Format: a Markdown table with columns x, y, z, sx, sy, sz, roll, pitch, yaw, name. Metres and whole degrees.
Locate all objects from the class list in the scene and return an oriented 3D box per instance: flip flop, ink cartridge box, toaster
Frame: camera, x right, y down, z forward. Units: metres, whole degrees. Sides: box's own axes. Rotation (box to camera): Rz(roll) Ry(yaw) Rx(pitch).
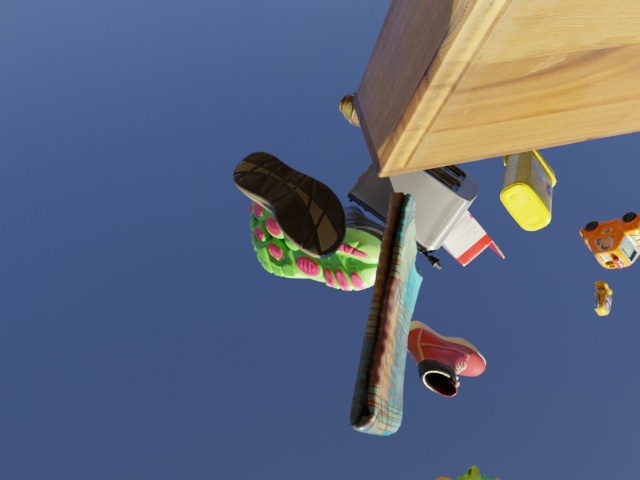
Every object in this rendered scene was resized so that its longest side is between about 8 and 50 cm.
| x | y | z | sx | sy | sz | roll | pitch | yaw | name |
| --- | --- | --- | --- | --- | --- | --- | --- | --- | --- |
| -0.052 | -0.062 | 1.075 | 0.112 | 0.080 | 0.277 | -43 | -126 | -13 | flip flop |
| 0.248 | -0.041 | 1.209 | 0.078 | 0.231 | 0.134 | -41 | -161 | 6 | ink cartridge box |
| 0.154 | -0.072 | 0.963 | 0.185 | 0.110 | 0.168 | 37 | -154 | 7 | toaster |

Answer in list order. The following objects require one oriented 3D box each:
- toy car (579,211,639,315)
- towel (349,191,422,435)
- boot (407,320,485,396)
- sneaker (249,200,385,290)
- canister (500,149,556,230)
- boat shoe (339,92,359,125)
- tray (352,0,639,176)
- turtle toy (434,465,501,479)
| x | y | z | sx | sy | sz | roll | pitch | yaw | name |
| --- | --- | --- | --- | --- | --- | --- | --- | --- | --- |
| 0.264 | 0.029 | 0.536 | 0.060 | 0.122 | 0.041 | -1 | -131 | 33 | toy car |
| 0.098 | 0.121 | 0.819 | 0.040 | 0.370 | 0.272 | 8 | -106 | 12 | towel |
| 0.292 | 0.288 | 1.345 | 0.244 | 0.088 | 0.176 | 25 | -156 | -28 | boot |
| 0.000 | 0.000 | 1.489 | 0.202 | 0.185 | 0.482 | -16 | -153 | -42 | sneaker |
| 0.436 | -0.114 | 1.293 | 0.126 | 0.073 | 0.170 | 48 | -142 | -16 | canister |
| 0.128 | -0.378 | 1.766 | 0.104 | 0.307 | 0.111 | 24 | -83 | 9 | boat shoe |
| 0.244 | -0.148 | 0.412 | 0.410 | 0.203 | 0.076 | -11 | -110 | -15 | tray |
| 0.131 | 0.233 | 0.457 | 0.066 | 0.095 | 0.130 | -10 | -96 | -8 | turtle toy |
